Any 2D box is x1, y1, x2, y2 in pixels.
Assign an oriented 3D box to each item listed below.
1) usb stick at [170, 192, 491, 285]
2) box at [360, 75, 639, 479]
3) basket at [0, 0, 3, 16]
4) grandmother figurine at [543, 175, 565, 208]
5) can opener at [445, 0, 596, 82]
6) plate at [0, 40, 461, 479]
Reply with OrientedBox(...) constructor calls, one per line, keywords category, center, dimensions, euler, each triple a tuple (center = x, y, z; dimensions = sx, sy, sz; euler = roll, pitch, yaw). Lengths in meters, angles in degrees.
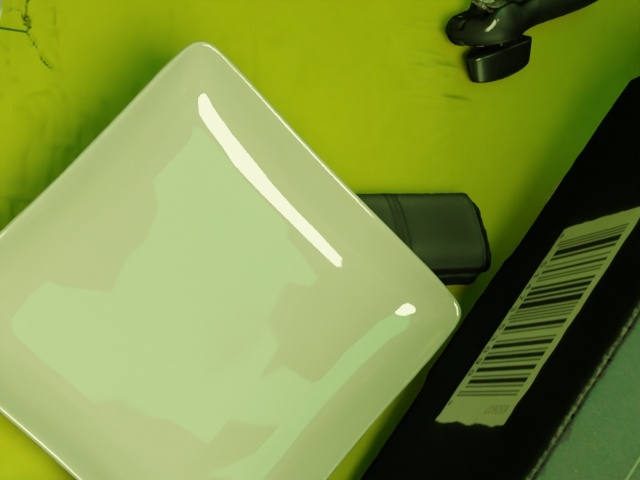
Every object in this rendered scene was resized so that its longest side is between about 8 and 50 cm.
OrientedBox(category="usb stick", center=(0.000, 0.000, 0.992), dimensions=(0.278, 0.045, 0.077), euler=(-1, 71, -24))
OrientedBox(category="box", center=(0.322, 0.180, 0.852), dimensions=(0.472, 0.297, 0.480), euler=(37, 76, -8))
OrientedBox(category="basket", center=(-0.373, -0.120, 0.715), dimensions=(0.328, 0.331, 0.266), euler=(29, 62, -10))
OrientedBox(category="grandmother figurine", center=(0.305, 0.080, 1.065), dimensions=(0.342, 0.104, 0.208), euler=(49, 50, -1))
OrientedBox(category="can opener", center=(0.181, -0.202, 1.159), dimensions=(0.059, 0.073, 0.186), euler=(28, 47, 35))
OrientedBox(category="plate", center=(-0.080, 0.053, 0.897), dimensions=(0.278, 0.045, 0.277), euler=(46, 71, -12))
